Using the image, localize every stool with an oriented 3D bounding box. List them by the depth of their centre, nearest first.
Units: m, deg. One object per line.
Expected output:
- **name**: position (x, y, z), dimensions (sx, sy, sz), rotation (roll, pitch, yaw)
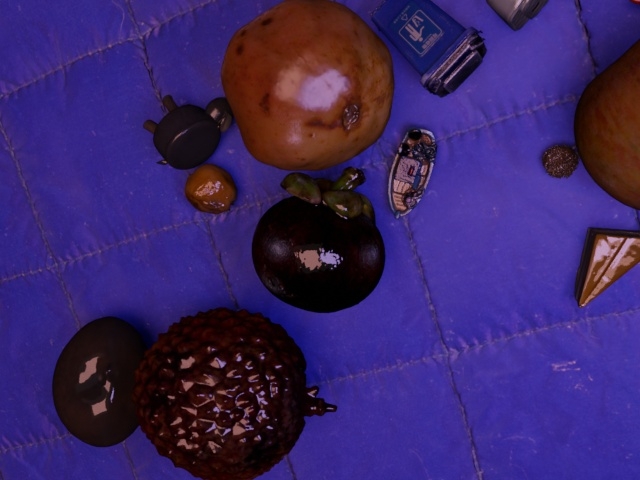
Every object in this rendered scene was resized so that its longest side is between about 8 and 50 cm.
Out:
- **stool**: position (-0.328, -0.282, 1.571), dimensions (0.139, 0.228, 0.153), rotation (48, 152, 21)

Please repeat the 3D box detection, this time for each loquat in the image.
- **loquat**: position (-0.278, -0.129, 1.599), dimensions (0.137, 0.113, 0.137), rotation (0, 90, -9)

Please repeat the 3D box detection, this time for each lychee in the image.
- **lychee**: position (-0.208, 0.381, 1.534), dimensions (0.500, 0.424, 0.424), rotation (15, 105, -5)

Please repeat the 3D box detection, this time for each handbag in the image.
- **handbag**: position (0.446, -0.536, 1.259), dimensions (0.079, 0.256, 0.219), rotation (46, 115, 7)

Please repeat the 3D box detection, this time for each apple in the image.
- **apple**: position (0.687, -0.250, 1.202), dimensions (0.400, 0.400, 0.333), rotation (-30, 69, 17)

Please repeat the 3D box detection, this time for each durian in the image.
- **durian**: position (0.544, -0.183, 1.407), dimensions (0.080, 0.080, 0.091), rotation (37, 91, 4)

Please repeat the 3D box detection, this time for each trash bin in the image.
- **trash bin**: position (0.240, -0.447, 1.384), dimensions (0.162, 0.184, 0.234), rotation (-46, 77, 17)

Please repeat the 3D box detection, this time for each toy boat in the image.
- **toy boat**: position (0.213, -0.156, 1.477), dimensions (0.100, 0.097, 0.223), rotation (17, 104, 13)

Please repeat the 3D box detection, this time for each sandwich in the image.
- **sandwich**: position (0.665, 0.066, 1.402), dimensions (0.144, 0.117, 0.187), rotation (11, 103, 14)

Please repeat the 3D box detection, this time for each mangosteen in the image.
- **mangosteen**: position (-0.002, 0.012, 1.451), dimensions (0.330, 0.330, 0.330), rotation (3, 102, 13)

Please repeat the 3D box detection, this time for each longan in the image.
- **longan**: position (-0.590, 0.384, 1.700), dimensions (0.288, 0.288, 0.350), rotation (2, 91, 13)

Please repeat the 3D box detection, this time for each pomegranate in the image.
- **pomegranate**: position (-0.033, -0.346, 1.370), dimensions (0.410, 0.410, 0.410), rotation (3, 102, 13)

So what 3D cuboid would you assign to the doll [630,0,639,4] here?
- **doll**: position (0.724, -0.570, 1.274), dimensions (0.384, 0.099, 0.188), rotation (17, 105, 13)
